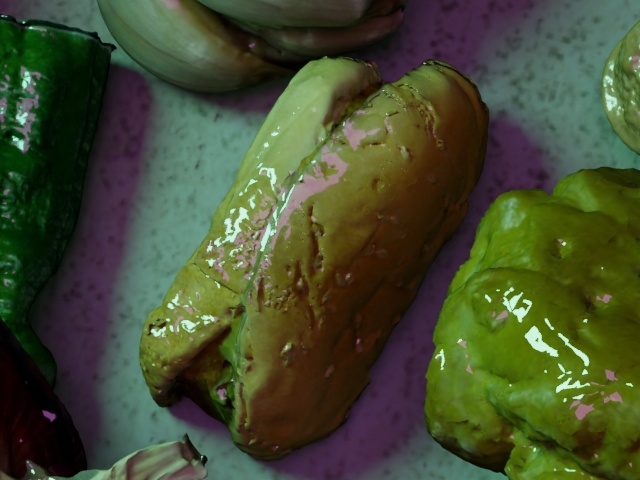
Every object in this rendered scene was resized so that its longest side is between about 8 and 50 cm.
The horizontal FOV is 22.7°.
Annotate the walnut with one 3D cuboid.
[{"bbox_3d":[0.206,-0.089,0.938,0.082,0.079,0.096,-16,76,1],"label":"walnut"}]

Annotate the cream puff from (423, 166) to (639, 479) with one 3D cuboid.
[{"bbox_3d":[0.176,0.067,0.841,0.244,0.244,0.196,30,112,13],"label":"cream puff"}]

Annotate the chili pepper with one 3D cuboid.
[{"bbox_3d":[-0.202,0.000,0.951,0.099,0.136,0.270,-2,79,44],"label":"chili pepper"}]

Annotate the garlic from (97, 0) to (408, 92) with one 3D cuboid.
[{"bbox_3d":[-0.037,-0.192,0.951,0.214,0.160,0.191,-41,70,-7],"label":"garlic"}]

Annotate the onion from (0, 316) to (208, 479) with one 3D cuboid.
[{"bbox_3d":[-0.266,0.151,0.817,0.256,0.272,0.230,44,46,-11],"label":"onion"}]

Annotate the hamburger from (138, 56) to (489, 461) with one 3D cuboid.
[{"bbox_3d":[0.000,0.000,0.916,0.124,0.131,0.262,28,86,12],"label":"hamburger"}]
